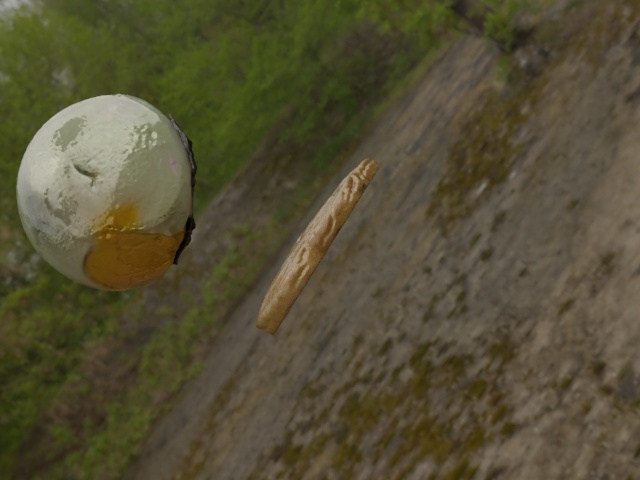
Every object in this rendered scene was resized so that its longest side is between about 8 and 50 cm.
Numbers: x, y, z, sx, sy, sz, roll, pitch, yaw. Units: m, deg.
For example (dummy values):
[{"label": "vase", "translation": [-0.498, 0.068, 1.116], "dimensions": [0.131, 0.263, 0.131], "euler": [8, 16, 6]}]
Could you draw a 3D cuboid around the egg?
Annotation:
[{"label": "egg", "translation": [-0.360, -0.067, 1.631], "dimensions": [0.201, 0.337, 0.337], "euler": [-11, -33, -53]}]

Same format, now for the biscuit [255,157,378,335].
[{"label": "biscuit", "translation": [-0.004, -0.002, 1.640], "dimensions": [0.269, 0.051, 0.376], "euler": [-56, 0, 38]}]
